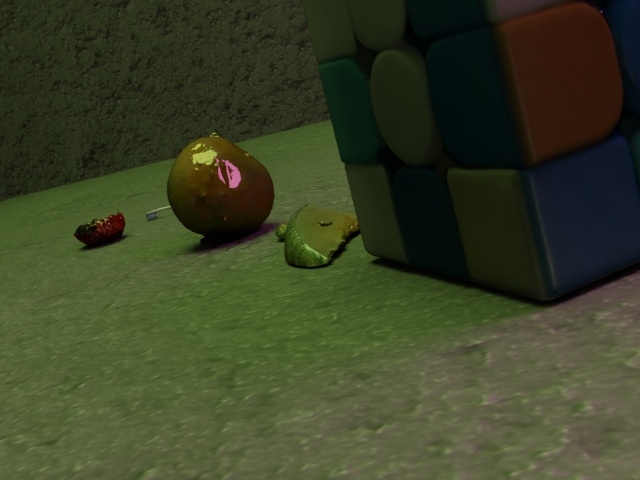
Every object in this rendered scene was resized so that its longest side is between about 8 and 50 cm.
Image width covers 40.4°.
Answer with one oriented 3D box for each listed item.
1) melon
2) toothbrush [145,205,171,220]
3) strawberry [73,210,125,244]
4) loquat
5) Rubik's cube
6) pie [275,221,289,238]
[{"bbox_3d":[-0.007,-0.001,1.113,0.098,0.054,0.182,5,17,16],"label":"melon"},{"bbox_3d":[-0.274,-0.078,1.858,0.204,0.022,0.017,-15,-5,-4],"label":"toothbrush"},{"bbox_3d":[-0.427,-0.018,1.711,0.104,0.048,0.152,-21,-3,2],"label":"strawberry"},{"bbox_3d":[-0.160,-0.088,1.374,0.172,0.204,0.149,12,-41,-37],"label":"loquat"},{"bbox_3d":[0.219,-0.172,0.860,0.344,0.346,0.347,-20,12,-19],"label":"Rubik's cube"},{"bbox_3d":[-0.025,-0.020,1.258,0.084,0.021,0.084,-17,14,4],"label":"pie"}]
